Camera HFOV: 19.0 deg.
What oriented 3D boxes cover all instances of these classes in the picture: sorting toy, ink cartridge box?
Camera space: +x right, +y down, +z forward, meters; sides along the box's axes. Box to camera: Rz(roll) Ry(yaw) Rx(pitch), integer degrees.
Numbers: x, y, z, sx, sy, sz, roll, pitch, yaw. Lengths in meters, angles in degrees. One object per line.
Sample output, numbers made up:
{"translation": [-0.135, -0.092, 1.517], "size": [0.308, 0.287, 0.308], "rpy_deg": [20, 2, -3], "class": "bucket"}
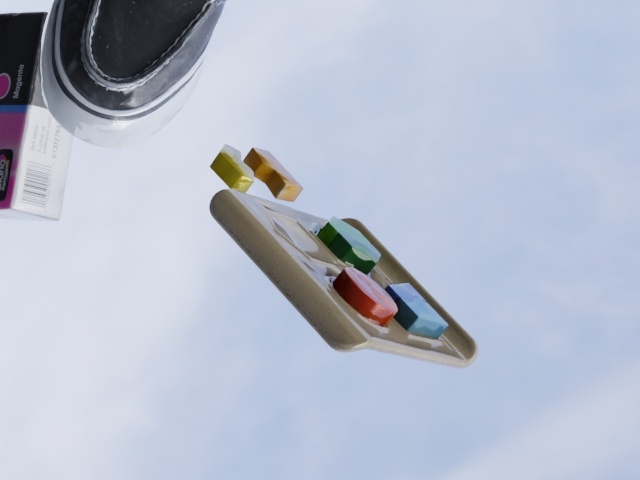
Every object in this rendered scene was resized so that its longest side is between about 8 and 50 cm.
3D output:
{"translation": [0.000, 0.000, 1.781], "size": [0.307, 0.229, 0.041], "rpy_deg": [47, -70, 28], "class": "sorting toy"}
{"translation": [-0.362, -0.113, 1.756], "size": [0.371, 0.069, 0.175], "rpy_deg": [3, -98, 44], "class": "ink cartridge box"}

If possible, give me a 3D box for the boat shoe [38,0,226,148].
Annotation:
{"translation": [-0.089, -0.196, 1.241], "size": [0.301, 0.108, 0.102], "rpy_deg": [-63, -177, -31], "class": "boat shoe"}
